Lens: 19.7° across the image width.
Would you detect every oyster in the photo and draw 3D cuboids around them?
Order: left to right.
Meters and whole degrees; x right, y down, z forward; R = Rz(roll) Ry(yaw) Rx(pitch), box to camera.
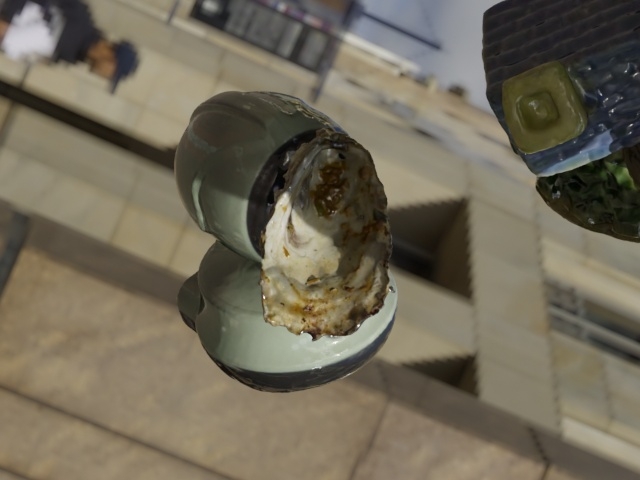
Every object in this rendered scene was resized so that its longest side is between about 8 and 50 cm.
[{"bbox_3d":[0.002,-0.008,1.436,0.056,0.105,0.177,72,12,-70],"label":"oyster"}]

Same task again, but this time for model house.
[{"bbox_3d":[0.291,-0.118,1.543,0.321,0.261,0.266,-19,177,22],"label":"model house"}]

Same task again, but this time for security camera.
[{"bbox_3d":[-0.038,-0.015,1.711,0.191,0.197,0.277,33,-35,45],"label":"security camera"}]
